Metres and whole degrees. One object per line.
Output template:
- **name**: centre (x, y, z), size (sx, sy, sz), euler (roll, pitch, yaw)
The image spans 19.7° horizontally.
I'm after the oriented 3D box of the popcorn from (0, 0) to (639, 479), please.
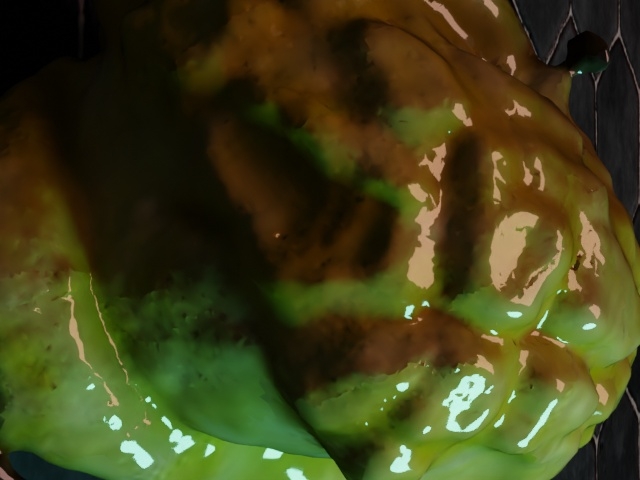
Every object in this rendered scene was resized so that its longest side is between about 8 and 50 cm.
- **popcorn**: centre (-0.024, 0.017, 0.943), size (0.382, 0.349, 0.349), euler (-38, 138, -14)
